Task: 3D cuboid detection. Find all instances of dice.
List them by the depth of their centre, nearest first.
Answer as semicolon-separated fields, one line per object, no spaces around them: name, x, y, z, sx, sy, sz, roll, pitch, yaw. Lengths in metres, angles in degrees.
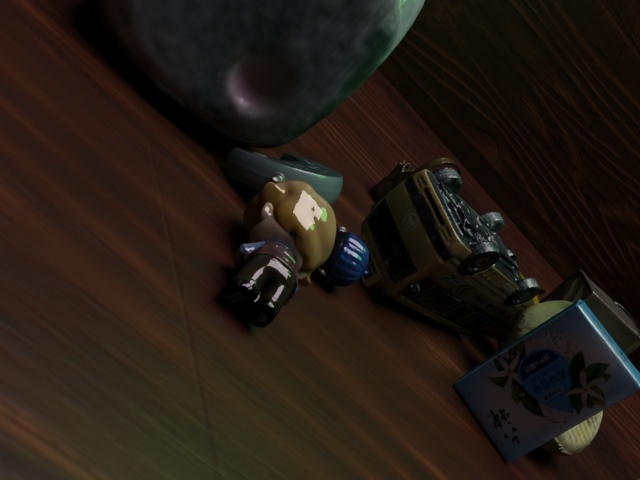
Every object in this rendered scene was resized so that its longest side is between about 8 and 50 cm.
dice;-0.083;-0.350;0.862;0.330;0.348;0.328;43;19;-22

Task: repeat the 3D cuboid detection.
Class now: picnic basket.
picnic basket;0.214;-0.112;1.326;0.128;0.178;0.138;22;34;-54

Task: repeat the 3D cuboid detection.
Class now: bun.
bun;0.409;0.242;1.127;0.287;0.146;0.287;3;85;-43

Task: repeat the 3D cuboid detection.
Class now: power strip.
power strip;-0.042;-0.090;0.866;0.137;0.044;0.216;22;13;15

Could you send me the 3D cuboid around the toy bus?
toy bus;0.220;0.037;1.057;0.365;0.202;0.177;30;34;-50

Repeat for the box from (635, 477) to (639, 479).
box;0.650;0.472;1.124;0.194;0.260;0.111;10;49;-59

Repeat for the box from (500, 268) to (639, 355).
box;0.513;0.208;1.312;0.153;0.252;0.188;45;19;-1

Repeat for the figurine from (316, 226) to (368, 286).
figurine;0.000;0.000;0.834;0.149;0.087;0.086;38;61;-28

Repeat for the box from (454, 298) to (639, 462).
box;0.342;0.214;0.952;0.142;0.232;0.083;56;21;14

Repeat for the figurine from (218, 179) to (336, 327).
figurine;-0.048;0.017;0.695;0.114;0.108;0.196;36;41;-11

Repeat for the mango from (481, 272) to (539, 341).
mango;0.336;0.091;1.281;0.262;0.130;0.167;50;-13;30
